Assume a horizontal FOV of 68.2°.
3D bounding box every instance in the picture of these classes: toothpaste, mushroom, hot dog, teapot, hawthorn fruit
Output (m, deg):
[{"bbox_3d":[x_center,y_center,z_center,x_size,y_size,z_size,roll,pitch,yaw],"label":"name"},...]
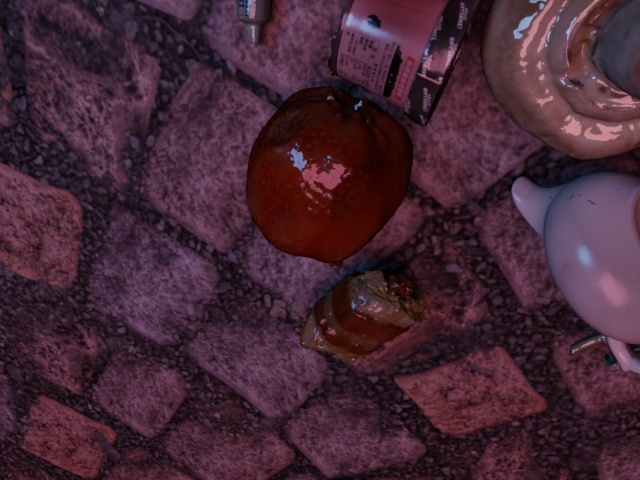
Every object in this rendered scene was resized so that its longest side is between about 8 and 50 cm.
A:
[{"bbox_3d":[-0.079,-0.349,0.558,0.064,0.041,0.218,10,116,13],"label":"toothpaste"},{"bbox_3d":[0.286,-0.197,0.449,0.253,0.234,0.260,-12,116,21],"label":"mushroom"},{"bbox_3d":[0.062,0.116,0.750,0.146,0.103,0.213,30,132,-30],"label":"hot dog"},{"bbox_3d":[0.366,0.038,0.578,0.165,0.208,0.300,-20,95,47],"label":"teapot"},{"bbox_3d":[0.001,-0.064,0.610,0.205,0.205,0.253,23,129,-1],"label":"hawthorn fruit"}]

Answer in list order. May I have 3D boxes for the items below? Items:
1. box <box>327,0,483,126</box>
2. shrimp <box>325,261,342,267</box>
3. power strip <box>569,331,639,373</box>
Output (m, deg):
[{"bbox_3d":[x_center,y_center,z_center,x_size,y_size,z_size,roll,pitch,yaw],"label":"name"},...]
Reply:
[{"bbox_3d":[0.089,-0.222,0.530,0.135,0.151,0.151,24,121,7],"label":"box"},{"bbox_3d":[0.000,0.000,0.740,0.108,0.023,0.059,36,111,-9],"label":"shrimp"},{"bbox_3d":[0.502,0.123,0.659,0.287,0.093,0.053,-19,115,20],"label":"power strip"}]
